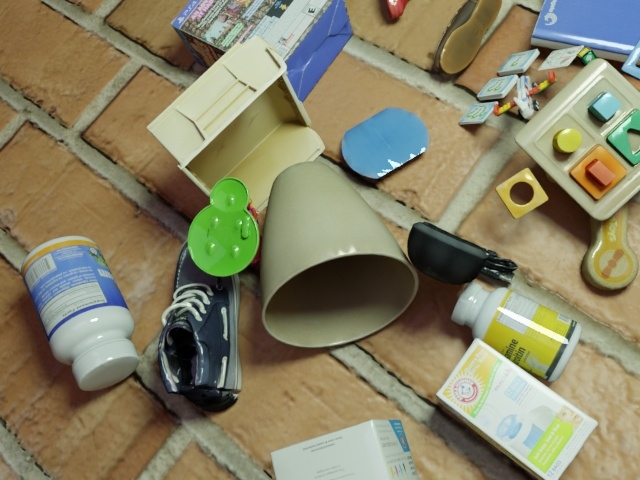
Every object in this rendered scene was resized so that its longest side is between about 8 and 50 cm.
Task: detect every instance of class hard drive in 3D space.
[{"bbox_3d":[0.578,-0.424,1.075,0.318,0.040,0.210,19,78,19],"label":"hard drive"}]

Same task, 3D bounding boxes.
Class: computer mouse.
[{"bbox_3d":[0.207,0.029,0.933,0.188,0.272,0.072,27,98,20],"label":"computer mouse"}]

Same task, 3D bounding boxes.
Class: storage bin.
[{"bbox_3d":[-0.137,-0.193,1.094,0.260,0.262,0.123,-44,64,-5],"label":"storage bin"}]

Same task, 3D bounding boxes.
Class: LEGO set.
[{"bbox_3d":[0.356,-0.288,1.038,0.182,0.060,0.244,-50,23,-7],"label":"LEGO set"}]

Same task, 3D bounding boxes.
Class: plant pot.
[{"bbox_3d":[0.000,0.000,1.014,0.256,0.256,0.274,-22,52,5],"label":"plant pot"}]

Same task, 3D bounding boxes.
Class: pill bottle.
[{"bbox_3d":[-0.444,0.137,1.105,0.152,0.152,0.272,-35,66,-1],"label":"pill bottle"},{"bbox_3d":[0.309,0.138,0.941,0.184,0.103,0.103,27,78,22],"label":"pill bottle"}]

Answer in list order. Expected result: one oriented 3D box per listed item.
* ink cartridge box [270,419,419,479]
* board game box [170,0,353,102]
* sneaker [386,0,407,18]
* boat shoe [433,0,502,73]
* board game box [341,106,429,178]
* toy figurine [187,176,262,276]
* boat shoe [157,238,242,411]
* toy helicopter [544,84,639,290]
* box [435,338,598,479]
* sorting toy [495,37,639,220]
[{"bbox_3d":[0.059,0.400,0.857,0.168,0.171,0.233,-23,67,14],"label":"ink cartridge box"},{"bbox_3d":[-0.120,-0.450,1.252,0.291,0.141,0.232,32,80,23],"label":"board game box"},{"bbox_3d":[0.206,-0.573,1.249,0.128,0.087,0.221,1,71,16],"label":"sneaker"},{"bbox_3d":[0.286,-0.415,1.182,0.207,0.073,0.073,-53,29,-12],"label":"boat shoe"},{"bbox_3d":[0.126,-0.186,1.151,0.168,0.033,0.133,-31,60,-4],"label":"board game box"},{"bbox_3d":[-0.148,-0.017,1.081,0.130,0.159,0.173,6,86,13],"label":"toy figurine"},{"bbox_3d":[-0.218,0.124,1.049,0.127,0.158,0.341,-17,67,7],"label":"boat shoe"},{"bbox_3d":[0.501,-0.092,0.989,0.235,0.140,0.355,2,81,6],"label":"toy helicopter"},{"bbox_3d":[0.290,0.260,0.899,0.203,0.103,0.114,36,81,23],"label":"box"},{"bbox_3d":[0.434,-0.156,0.914,0.196,0.047,0.348,46,101,6],"label":"sorting toy"}]
